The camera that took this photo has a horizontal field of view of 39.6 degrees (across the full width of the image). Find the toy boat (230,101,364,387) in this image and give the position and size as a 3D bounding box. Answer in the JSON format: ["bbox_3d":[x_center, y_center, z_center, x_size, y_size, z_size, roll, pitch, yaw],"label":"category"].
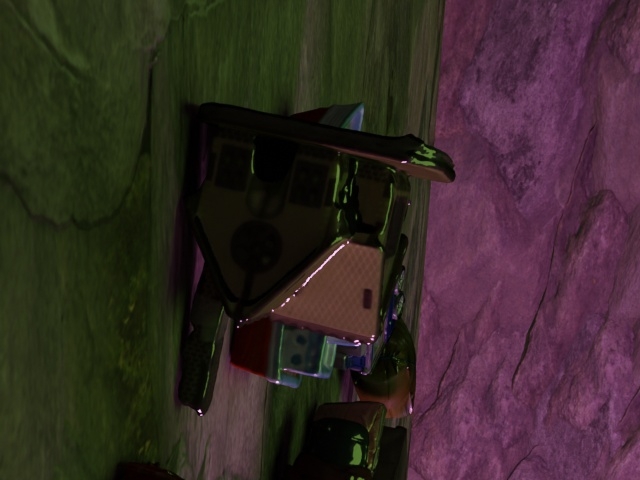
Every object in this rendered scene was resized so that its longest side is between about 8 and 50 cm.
[{"bbox_3d":[0.000,0.000,0.999,0.145,0.133,0.331,48,50,-73],"label":"toy boat"}]

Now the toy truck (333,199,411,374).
[{"bbox_3d":[0.050,0.047,1.284,0.155,0.124,0.268,-59,155,-51],"label":"toy truck"}]

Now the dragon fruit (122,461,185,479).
[{"bbox_3d":[-0.102,0.256,0.721,0.161,0.127,0.120,54,53,-72],"label":"dragon fruit"}]

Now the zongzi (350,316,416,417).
[{"bbox_3d":[0.121,0.180,1.731,0.260,0.123,0.289,72,18,-57],"label":"zongzi"}]

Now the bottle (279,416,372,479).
[{"bbox_3d":[0.011,0.381,1.218,0.156,0.143,0.271,22,75,-34],"label":"bottle"}]

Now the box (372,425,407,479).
[{"bbox_3d":[0.061,0.425,1.493,0.155,0.149,0.231,-70,163,-45],"label":"box"}]

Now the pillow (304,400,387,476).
[{"bbox_3d":[0.026,0.349,1.355,0.043,0.126,0.232,50,42,-42],"label":"pillow"}]

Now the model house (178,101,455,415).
[{"bbox_3d":[-0.013,0.037,0.801,0.205,0.218,0.278,1,101,-77],"label":"model house"}]
